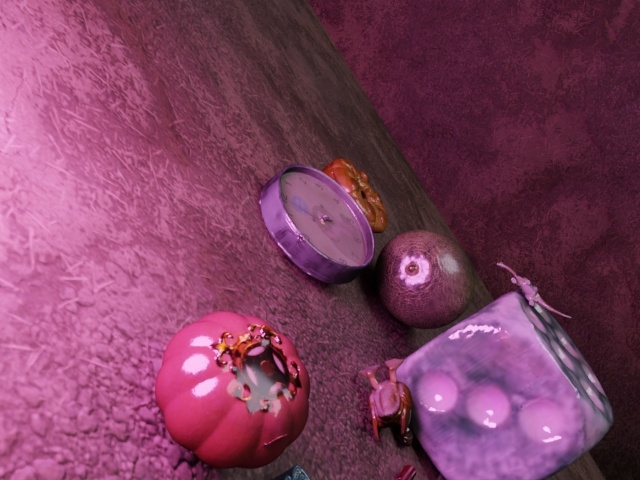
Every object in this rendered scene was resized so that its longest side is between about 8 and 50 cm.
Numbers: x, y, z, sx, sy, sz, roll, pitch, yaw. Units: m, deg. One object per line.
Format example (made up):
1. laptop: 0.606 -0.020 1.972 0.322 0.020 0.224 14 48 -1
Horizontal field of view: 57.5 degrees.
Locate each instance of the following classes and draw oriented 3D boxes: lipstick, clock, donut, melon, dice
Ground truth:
1. lipstick: 0.127 0.421 0.982 0.027 0.027 0.176 62 21 11
2. clock: 0.000 -0.040 1.216 0.281 0.055 0.280 31 36 -26
3. donut: 0.078 -0.105 1.510 0.226 0.114 0.226 48 23 -28
4. melon: 0.268 0.100 1.475 0.329 0.249 0.248 25 38 -62
5. dice: 0.387 0.320 1.252 0.328 0.348 0.330 57 17 15

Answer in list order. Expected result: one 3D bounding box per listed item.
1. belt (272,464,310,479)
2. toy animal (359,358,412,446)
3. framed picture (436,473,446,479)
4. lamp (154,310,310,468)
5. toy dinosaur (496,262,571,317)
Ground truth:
1. belt: -0.025 0.352 0.671 0.100 0.065 0.179 37 27 -24
2. toy animal: 0.134 0.320 1.076 0.188 0.089 0.179 -37 110 -76
3. framed picture: 0.309 0.594 1.174 0.273 0.016 0.216 63 21 14
4. lamp: -0.100 0.170 0.663 0.182 0.140 0.182 28 38 -24
5. toy dinosaur: 0.433 0.104 1.204 0.180 0.037 0.058 51 26 21
